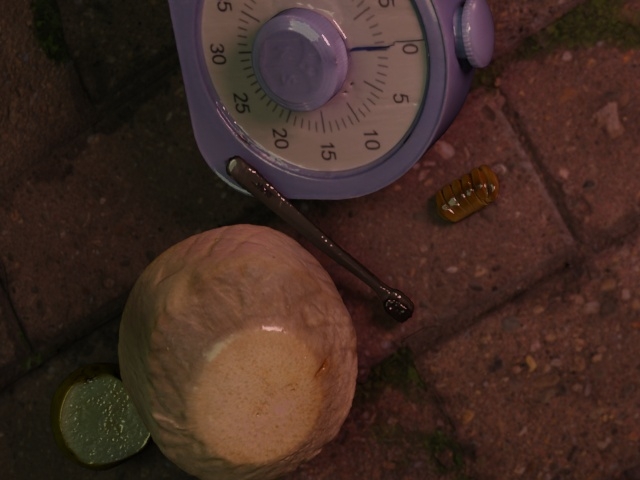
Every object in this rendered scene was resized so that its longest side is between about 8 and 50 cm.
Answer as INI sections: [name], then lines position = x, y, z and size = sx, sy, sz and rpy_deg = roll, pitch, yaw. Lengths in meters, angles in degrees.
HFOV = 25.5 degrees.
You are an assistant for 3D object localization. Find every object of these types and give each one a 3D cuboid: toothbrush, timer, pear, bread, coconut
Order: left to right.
[pear]
position = -0.288, 0.229, 1.869
size = 0.141, 0.104, 0.141
rpy_deg = -1, 95, -9
[coconut]
position = -0.100, 0.137, 1.703
size = 0.328, 0.329, 0.329
rpy_deg = -1, 88, 24
[toothbrush]
position = 0.000, 0.000, 1.707
size = 0.297, 0.030, 0.030
rpy_deg = 41, 112, -12
[timer]
position = 0.012, -0.231, 1.640
size = 0.395, 0.173, 0.395
rpy_deg = 11, 118, 21
[bread]
position = 0.175, -0.056, 1.706
size = 0.088, 0.033, 0.049
rpy_deg = -29, 71, 22
